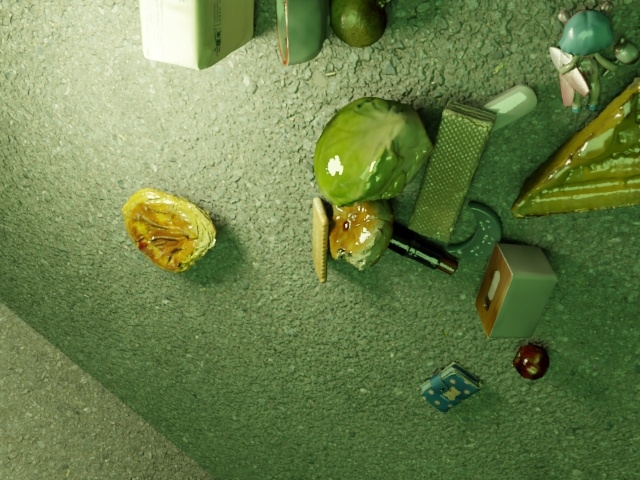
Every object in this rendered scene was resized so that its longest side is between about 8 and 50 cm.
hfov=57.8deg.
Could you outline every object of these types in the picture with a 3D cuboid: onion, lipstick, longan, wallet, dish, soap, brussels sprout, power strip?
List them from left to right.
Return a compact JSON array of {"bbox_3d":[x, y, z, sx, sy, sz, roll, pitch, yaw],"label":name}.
[{"bbox_3d":[-0.044,-0.572,1.462,0.117,0.256,0.256,-6,124,-8],"label":"dish"},{"bbox_3d":[0.103,-0.564,1.438,0.176,0.145,0.155,-7,145,32],"label":"longan"},{"bbox_3d":[0.140,-0.227,1.557,0.344,0.344,0.268,-15,147,30],"label":"brussels sprout"},{"bbox_3d":[0.285,0.021,1.794,0.299,0.081,0.081,29,128,5],"label":"lipstick"},{"bbox_3d":[0.459,0.529,2.073,0.141,0.059,0.202,38,129,-2],"label":"wallet"},{"bbox_3d":[0.461,-0.007,1.723,0.137,0.044,0.216,21,127,8],"label":"power strip"},{"bbox_3d":[0.674,0.384,1.851,0.118,0.117,0.119,-2,117,-4],"label":"onion"},{"bbox_3d":[0.625,-0.223,1.432,0.338,0.169,0.305,-7,119,25],"label":"soap"}]

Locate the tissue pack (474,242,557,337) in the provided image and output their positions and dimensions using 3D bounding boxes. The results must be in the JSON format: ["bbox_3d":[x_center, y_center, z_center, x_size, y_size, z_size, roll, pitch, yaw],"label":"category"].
[{"bbox_3d":[0.564,0.150,1.692,0.135,0.159,0.246,4,125,-6],"label":"tissue pack"}]

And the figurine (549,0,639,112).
[{"bbox_3d":[0.637,-0.412,1.341,0.205,0.103,0.260,2,132,24],"label":"figurine"}]

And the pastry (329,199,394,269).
[{"bbox_3d":[0.115,-0.043,1.718,0.120,0.257,0.236,15,96,-29],"label":"pastry"}]

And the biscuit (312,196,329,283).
[{"bbox_3d":[0.001,0.000,1.865,0.030,0.160,0.250,-5,123,-9],"label":"biscuit"}]

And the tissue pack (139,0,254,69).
[{"bbox_3d":[-0.306,-0.659,1.458,0.207,0.297,0.381,17,129,14],"label":"tissue pack"}]

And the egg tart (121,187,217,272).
[{"bbox_3d":[-0.531,-0.053,2.047,0.339,0.153,0.351,40,128,-5],"label":"egg tart"}]

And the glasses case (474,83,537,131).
[{"bbox_3d":[0.461,-0.333,1.500,0.197,0.049,0.076,-26,111,36],"label":"glasses case"}]

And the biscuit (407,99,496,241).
[{"bbox_3d":[0.355,-0.174,1.604,0.143,0.078,0.426,22,136,11],"label":"biscuit"}]
